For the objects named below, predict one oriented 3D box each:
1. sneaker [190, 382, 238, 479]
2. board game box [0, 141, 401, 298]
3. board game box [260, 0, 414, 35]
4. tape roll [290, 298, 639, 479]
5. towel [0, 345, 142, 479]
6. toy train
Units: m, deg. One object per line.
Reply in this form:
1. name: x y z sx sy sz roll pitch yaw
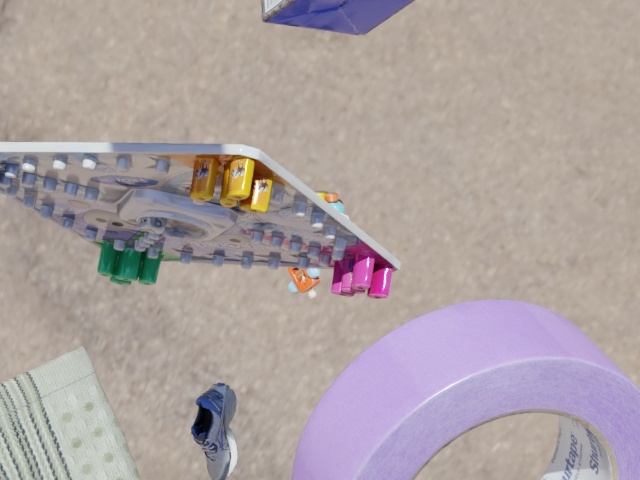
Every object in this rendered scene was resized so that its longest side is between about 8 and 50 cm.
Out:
1. sneaker: -0.145 0.254 1.947 0.052 0.135 0.058 11 21 38
2. board game box: -0.160 -0.015 1.636 0.390 0.390 0.050 2 73 26
3. board game box: 0.036 -0.418 1.742 0.141 0.232 0.291 4 76 -28
4. tape roll: 0.120 0.184 1.132 0.275 0.275 0.090 -1 26 -23
5. towel: -0.197 0.252 0.837 0.312 0.056 0.324 -25 95 -43
6. toy train: 0.000 0.000 2.170 0.046 0.166 0.125 -16 69 -49
